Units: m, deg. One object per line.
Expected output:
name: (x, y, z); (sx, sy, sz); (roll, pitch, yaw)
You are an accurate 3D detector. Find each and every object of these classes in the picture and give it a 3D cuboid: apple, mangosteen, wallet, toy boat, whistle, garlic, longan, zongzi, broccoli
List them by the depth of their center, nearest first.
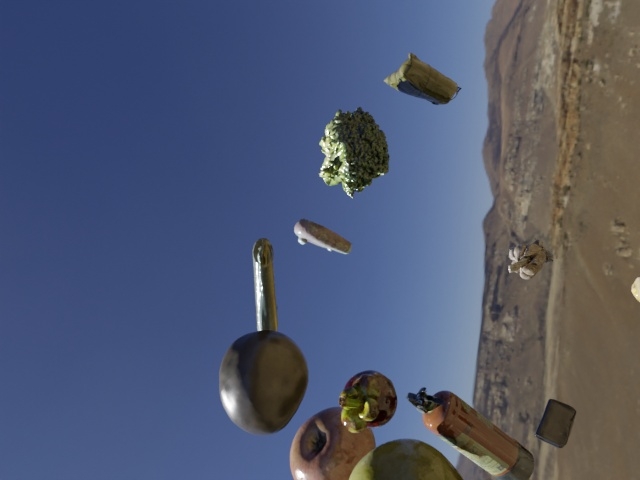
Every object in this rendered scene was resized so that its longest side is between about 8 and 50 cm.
apple: (0.202, 0.612, 1.089); (0.254, 0.292, 0.291); (-169, 86, -75)
longan: (-0.135, 0.347, 1.179); (0.248, 0.249, 0.247); (7, -90, -68)
mangosteen: (0.125, 0.418, 1.246); (0.181, 0.146, 0.155); (46, -136, -73)
whistle: (-0.145, 0.143, 1.269); (0.067, 0.057, 0.326); (-88, 0, -56)
wallet: (0.678, 0.523, 1.376); (0.157, 0.082, 0.018); (-39, -42, -43)
broccoli: (0.079, -0.267, 1.477); (0.247, 0.246, 0.288); (58, -143, -6)
zongzi: (0.318, -0.486, 1.530); (0.094, 0.205, 0.204); (-67, 14, -5)
toy boat: (0.000, 0.000, 1.678); (0.228, 0.155, 0.084); (29, -96, -41)
garlic: (0.722, 0.082, 1.702); (0.194, 0.127, 0.131); (-28, -96, -37)
apple: (0.042, 0.778, 1.764); (0.269, 0.345, 0.344); (67, -143, -52)

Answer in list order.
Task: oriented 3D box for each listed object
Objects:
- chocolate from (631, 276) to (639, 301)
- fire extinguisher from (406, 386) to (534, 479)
chocolate: (0.983, 0.154, 1.271); (0.309, 0.134, 0.134); (-160, 74, -74)
fire extinguisher: (0.360, 0.502, 1.264); (0.200, 0.376, 0.113); (-41, 14, 50)
